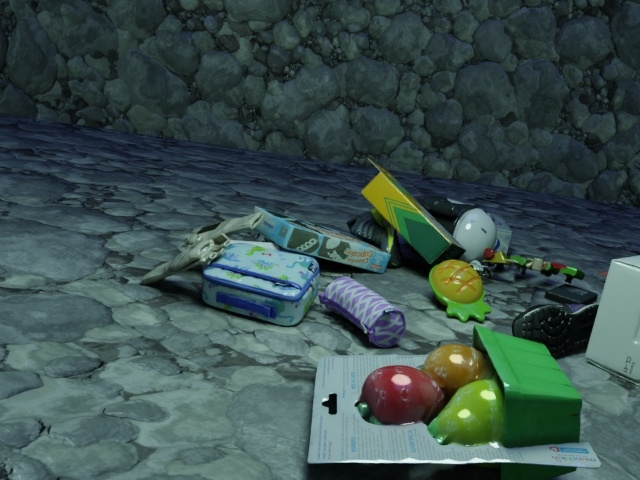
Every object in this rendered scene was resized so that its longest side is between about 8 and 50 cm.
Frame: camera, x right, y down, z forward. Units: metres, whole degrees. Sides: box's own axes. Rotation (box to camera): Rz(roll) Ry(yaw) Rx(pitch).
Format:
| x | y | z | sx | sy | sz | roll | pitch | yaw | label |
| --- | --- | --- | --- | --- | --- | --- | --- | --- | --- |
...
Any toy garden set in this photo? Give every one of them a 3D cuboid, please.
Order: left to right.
| x | y | z | sx | sy | sz | roll | pitch | yaw | label |
| --- | --- | --- | --- | --- | --- | --- | --- | --- | --- |
| 0.562 | 0.075 | 1.887 | 0.244 | 0.049 | 0.204 | 12 | -2 | 32 | toy garden set |

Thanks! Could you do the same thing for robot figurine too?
| x | y | z | sx | sy | sz | roll | pitch | yaw | label |
| --- | --- | --- | --- | --- | --- | --- | --- | --- | --- |
| 0.377 | -0.036 | 2.048 | 0.278 | 0.173 | 0.209 | 21 | 18 | 39 | robot figurine |

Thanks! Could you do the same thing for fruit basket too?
| x | y | z | sx | sy | sz | roll | pitch | yaw | label |
| --- | --- | --- | --- | --- | --- | --- | --- | --- | --- |
| 0.166 | 0.238 | 0.990 | 0.353 | 0.165 | 0.327 | -6 | 14 | 3 | fruit basket |

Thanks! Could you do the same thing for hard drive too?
| x | y | z | sx | sy | sz | roll | pitch | yaw | label |
| --- | --- | --- | --- | --- | --- | --- | --- | --- | --- |
| 0.655 | 0.144 | 1.831 | 0.094 | 0.022 | 0.135 | 20 | 17 | 36 | hard drive |

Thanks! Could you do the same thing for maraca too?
| x | y | z | sx | sy | sz | roll | pitch | yaw | label |
| --- | --- | --- | --- | --- | --- | --- | --- | --- | --- |
| 0.317 | 0.115 | 1.597 | 0.127 | 0.099 | 0.185 | -4 | 42 | -11 | maraca |

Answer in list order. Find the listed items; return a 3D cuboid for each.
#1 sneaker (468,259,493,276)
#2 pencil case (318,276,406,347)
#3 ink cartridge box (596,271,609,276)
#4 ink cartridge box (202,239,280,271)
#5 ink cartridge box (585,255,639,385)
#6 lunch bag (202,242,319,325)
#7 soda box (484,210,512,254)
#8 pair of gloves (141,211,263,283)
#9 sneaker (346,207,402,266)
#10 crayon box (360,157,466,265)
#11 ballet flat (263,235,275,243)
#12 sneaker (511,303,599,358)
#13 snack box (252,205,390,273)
| x | y | z | sx | sy | sz | roll | pitch | yaw | label |
| --- | --- | --- | --- | --- | --- | --- | --- | --- | --- |
| 0.438 | 0.084 | 1.930 | 0.037 | 0.032 | 0.083 | -24 | 31 | -23 | sneaker |
| 0.083 | 0.140 | 1.381 | 0.088 | 0.086 | 0.206 | -23 | 25 | -20 | pencil case |
| 1.026 | 0.109 | 2.130 | 0.275 | 0.060 | 0.239 | 0 | 18 | -31 | ink cartridge box |
| -0.165 | 0.079 | 1.560 | 0.181 | 0.056 | 0.224 | 4 | 34 | -19 | ink cartridge box |
| 0.698 | 0.147 | 1.440 | 0.306 | 0.226 | 0.131 | -2 | 18 | -40 | ink cartridge box |
| -0.118 | 0.085 | 1.411 | 0.219 | 0.090 | 0.176 | 14 | 29 | 15 | lunch bag |
| 0.542 | -0.021 | 2.247 | 0.091 | 0.098 | 0.286 | 11 | 15 | 4 | soda box |
| -0.250 | 0.007 | 1.483 | 0.204 | 0.042 | 0.240 | -18 | 17 | 33 | pair of gloves |
| 0.150 | 0.000 | 1.960 | 0.121 | 0.111 | 0.300 | -17 | 21 | -1 | sneaker |
| 0.236 | -0.067 | 1.891 | 0.323 | 0.083 | 0.203 | 49 | 12 | 20 | crayon box |
| -0.081 | -0.015 | 1.929 | 0.168 | 0.057 | 0.052 | -2 | 8 | -38 | ballet flat |
| 0.470 | 0.182 | 1.470 | 0.283 | 0.107 | 0.124 | 2 | 1 | -39 | sneaker |
| 0.000 | 0.000 | 1.772 | 0.322 | 0.060 | 0.187 | 16 | 8 | -37 | snack box |
